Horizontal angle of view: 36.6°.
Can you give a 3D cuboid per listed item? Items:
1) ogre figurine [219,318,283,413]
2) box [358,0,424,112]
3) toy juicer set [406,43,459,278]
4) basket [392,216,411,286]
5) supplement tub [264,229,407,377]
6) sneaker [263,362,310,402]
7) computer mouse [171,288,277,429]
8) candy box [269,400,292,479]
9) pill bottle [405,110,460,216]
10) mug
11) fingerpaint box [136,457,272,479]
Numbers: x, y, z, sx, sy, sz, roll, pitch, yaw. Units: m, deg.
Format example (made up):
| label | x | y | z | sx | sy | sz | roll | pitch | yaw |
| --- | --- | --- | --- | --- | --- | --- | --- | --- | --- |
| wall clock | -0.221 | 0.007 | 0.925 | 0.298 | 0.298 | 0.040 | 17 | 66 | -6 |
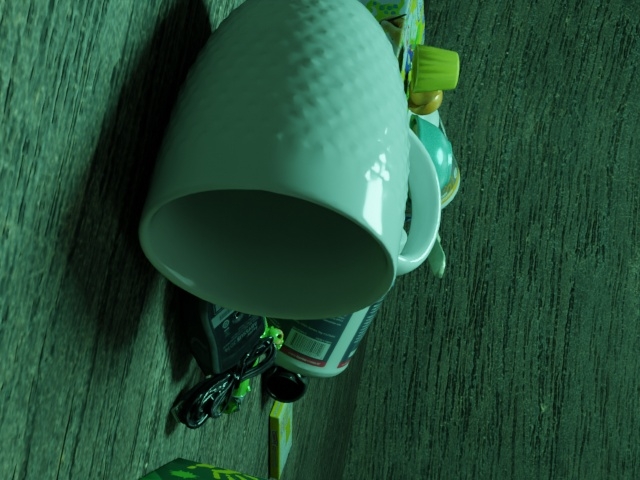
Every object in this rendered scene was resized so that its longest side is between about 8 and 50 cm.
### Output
| label | x | y | z | sx | sy | sz | roll | pitch | yaw |
| --- | --- | --- | --- | --- | --- | --- | --- | --- | --- |
| ogre figurine | -0.114 | 0.158 | 1.482 | 0.197 | 0.097 | 0.118 | -55 | 176 | -33 |
| box | 0.050 | -0.266 | 1.490 | 0.290 | 0.177 | 0.279 | 68 | 34 | -72 |
| toy juicer set | 0.140 | -0.112 | 1.435 | 0.209 | 0.089 | 0.329 | 170 | -78 | -88 |
| basket | 0.101 | -0.031 | 2.075 | 0.255 | 0.201 | 0.289 | 130 | -54 | -79 |
| supplement tub | 0.010 | 0.073 | 1.610 | 0.272 | 0.191 | 0.191 | -63 | 177 | 20 |
| sneaker | -0.040 | 0.187 | 1.877 | 0.147 | 0.104 | 0.296 | -72 | 173 | -64 |
| computer mouse | -0.139 | 0.108 | 1.294 | 0.188 | 0.072 | 0.272 | -37 | 143 | -38 |
| candy box | -0.085 | 0.413 | 2.098 | 0.105 | 0.027 | 0.206 | -65 | 162 | -49 |
| pill bottle | 0.156 | -0.180 | 1.810 | 0.278 | 0.162 | 0.162 | 58 | 40 | -51 |
| mug | 0.001 | -0.096 | 1.121 | 0.276 | 0.374 | 0.328 | -25 | -135 | 44 |
| fingerpaint box | -0.194 | 0.525 | 1.168 | 0.371 | 0.163 | 0.445 | 25 | 75 | -80 |
